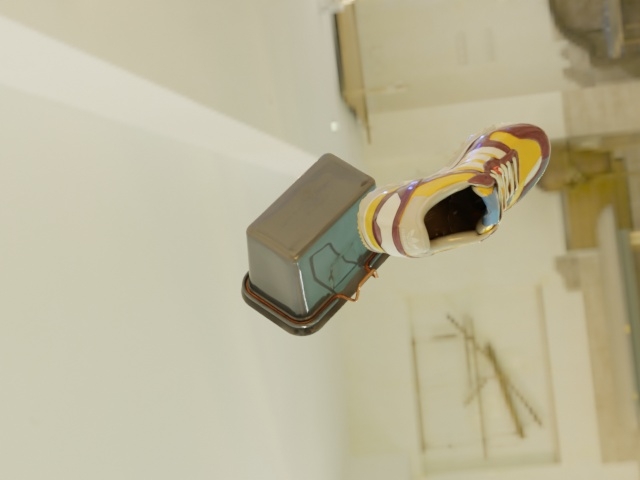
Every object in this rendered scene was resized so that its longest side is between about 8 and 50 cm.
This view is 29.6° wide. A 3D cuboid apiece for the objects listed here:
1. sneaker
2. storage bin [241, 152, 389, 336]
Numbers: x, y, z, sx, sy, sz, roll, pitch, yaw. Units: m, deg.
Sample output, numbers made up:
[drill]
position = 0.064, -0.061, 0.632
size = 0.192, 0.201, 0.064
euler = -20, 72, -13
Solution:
[sneaker]
position = 0.121, -0.034, 0.912
size = 0.084, 0.185, 0.069
euler = 15, 130, 55
[storage bin]
position = 0.000, 0.000, 1.003
size = 0.135, 0.098, 0.091
euler = -45, -27, -23
